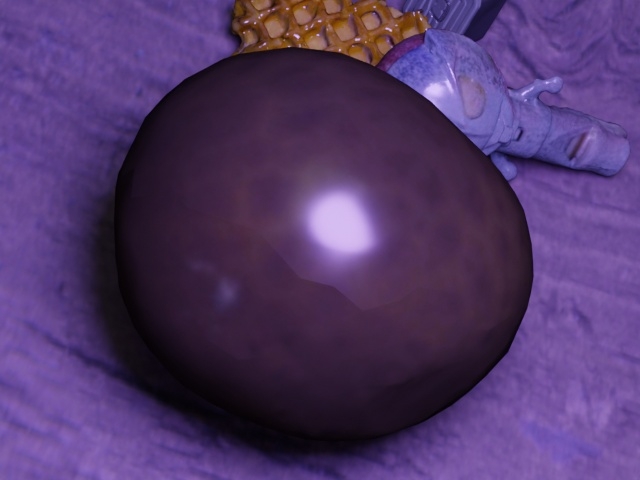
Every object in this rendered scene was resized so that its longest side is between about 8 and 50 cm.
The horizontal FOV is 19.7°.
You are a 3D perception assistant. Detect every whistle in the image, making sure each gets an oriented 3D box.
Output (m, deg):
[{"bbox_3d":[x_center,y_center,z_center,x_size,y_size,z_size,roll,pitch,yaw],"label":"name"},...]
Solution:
[{"bbox_3d":[0.173,-0.132,1.928,0.346,0.133,0.142,12,92,-30],"label":"whistle"}]

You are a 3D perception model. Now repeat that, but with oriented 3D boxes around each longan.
[{"bbox_3d":[0.000,0.000,1.729,0.404,0.336,0.404,11,48,-13],"label":"longan"}]

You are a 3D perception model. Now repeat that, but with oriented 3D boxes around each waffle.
[{"bbox_3d":[0.025,-0.202,2.004,0.253,0.056,0.249,8,66,-6],"label":"waffle"}]

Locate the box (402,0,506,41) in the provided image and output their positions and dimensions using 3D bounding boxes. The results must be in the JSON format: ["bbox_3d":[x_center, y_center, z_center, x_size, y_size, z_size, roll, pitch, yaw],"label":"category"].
[{"bbox_3d":[0.153,-0.266,2.040,0.069,0.122,0.084,-23,69,-35],"label":"box"}]
